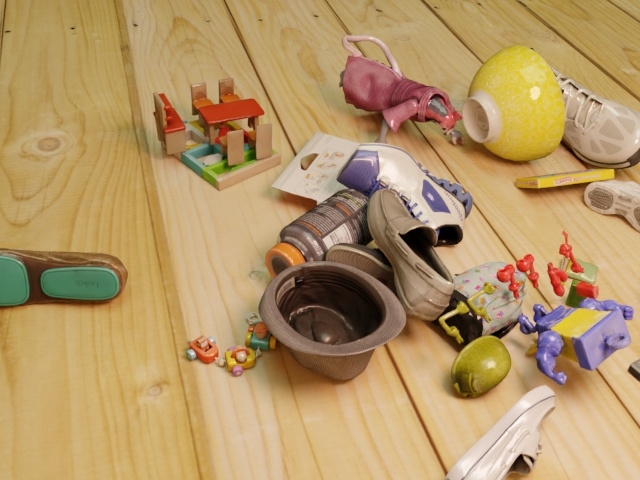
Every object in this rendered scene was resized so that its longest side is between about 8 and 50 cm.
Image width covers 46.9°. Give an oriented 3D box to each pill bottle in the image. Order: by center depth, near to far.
[{"bbox_3d":[0.000,0.000,1.504,0.130,0.131,0.245,30,46,29],"label":"pill bottle"}]

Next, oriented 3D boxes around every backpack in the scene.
[{"bbox_3d":[0.310,0.117,1.401,0.182,0.115,0.152,-18,42,-29],"label":"backpack"}]

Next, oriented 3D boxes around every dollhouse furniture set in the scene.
[{"bbox_3d":[0.534,0.069,1.522,0.076,0.059,0.152,17,41,15],"label":"dollhouse furniture set"},{"bbox_3d":[-0.268,-0.306,1.802,0.259,0.135,0.262,-15,43,-22],"label":"dollhouse furniture set"}]

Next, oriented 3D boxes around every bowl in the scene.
[{"bbox_3d":[0.444,-0.318,1.819,0.156,0.290,0.289,-20,45,-18],"label":"bowl"}]

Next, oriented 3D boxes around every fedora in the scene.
[{"bbox_3d":[0.016,0.156,1.319,0.243,0.124,0.275,-22,41,-30],"label":"fedora"}]

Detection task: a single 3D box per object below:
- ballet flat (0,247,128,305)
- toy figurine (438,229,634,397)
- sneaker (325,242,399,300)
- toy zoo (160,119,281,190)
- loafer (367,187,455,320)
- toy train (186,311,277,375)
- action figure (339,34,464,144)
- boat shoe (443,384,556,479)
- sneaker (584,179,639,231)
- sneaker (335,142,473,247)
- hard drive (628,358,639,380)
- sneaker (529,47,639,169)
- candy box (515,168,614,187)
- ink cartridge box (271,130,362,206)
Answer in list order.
[{"bbox_3d":[-0.542,0.058,1.419,0.342,0.116,0.124,-1,19,-6],"label":"ballet flat"},{"bbox_3d":[0.411,0.145,1.258,0.362,0.191,0.217,-28,22,-26],"label":"toy figurine"},{"bbox_3d":[0.104,0.046,1.476,0.222,0.083,0.118,24,27,-19],"label":"sneaker"},{"bbox_3d":[-0.265,-0.236,1.851,0.192,0.030,0.293,-28,49,-33],"label":"toy zoo"},{"bbox_3d":[0.175,0.006,1.400,0.112,0.111,0.320,14,38,-33],"label":"loafer"},{"bbox_3d":[-0.155,0.177,1.341,0.166,0.046,0.125,-30,50,-34],"label":"toy train"},{"bbox_3d":[0.235,-0.371,1.890,0.248,0.276,0.370,-16,29,-32],"label":"action figure"},{"bbox_3d":[0.304,0.333,1.167,0.258,0.095,0.084,-36,57,-25],"label":"boat shoe"},{"bbox_3d":[0.742,-0.089,1.714,0.232,0.090,0.115,34,44,30],"label":"sneaker"},{"bbox_3d":[0.190,-0.075,1.574,0.315,0.127,0.182,23,43,-13],"label":"sneaker"},{"bbox_3d":[0.639,0.256,1.330,0.094,0.022,0.135,-19,44,-26],"label":"hard drive"},{"bbox_3d":[0.612,-0.337,1.864,0.257,0.169,0.447,22,18,-34],"label":"sneaker"},{"bbox_3d":[0.589,-0.150,1.781,0.205,0.027,0.105,-8,9,-14],"label":"candy box"},{"bbox_3d":[0.047,-0.143,1.742,0.238,0.060,0.275,17,41,17],"label":"ink cartridge box"}]
